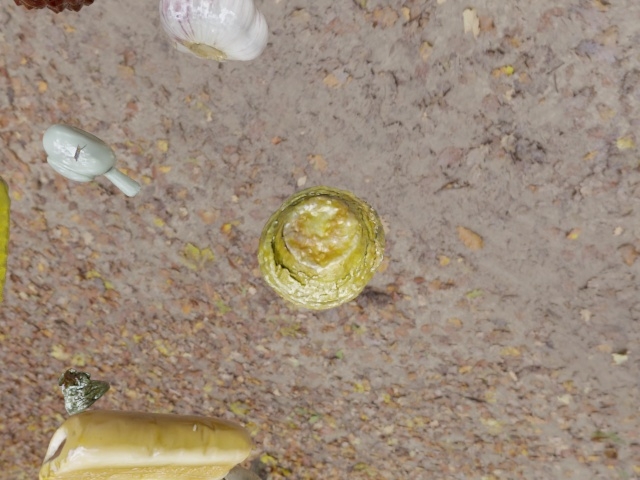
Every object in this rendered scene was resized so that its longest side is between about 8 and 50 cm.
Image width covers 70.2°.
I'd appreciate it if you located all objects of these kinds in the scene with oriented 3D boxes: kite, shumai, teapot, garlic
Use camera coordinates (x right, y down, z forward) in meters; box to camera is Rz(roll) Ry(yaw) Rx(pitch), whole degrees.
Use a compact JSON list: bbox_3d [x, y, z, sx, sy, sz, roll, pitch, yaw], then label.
[{"bbox_3d":[-0.566,-0.206,1.069,0.078,0.002,0.044,13,91,46],"label":"kite"},{"bbox_3d":[-0.456,0.277,0.859,0.083,0.082,0.080,-33,96,3],"label":"shumai"},{"bbox_3d":[-0.715,-0.245,1.450,0.318,0.220,0.149,28,96,-27],"label":"teapot"},{"bbox_3d":[-0.225,-0.536,1.033,0.245,0.253,0.245,14,172,2],"label":"garlic"}]

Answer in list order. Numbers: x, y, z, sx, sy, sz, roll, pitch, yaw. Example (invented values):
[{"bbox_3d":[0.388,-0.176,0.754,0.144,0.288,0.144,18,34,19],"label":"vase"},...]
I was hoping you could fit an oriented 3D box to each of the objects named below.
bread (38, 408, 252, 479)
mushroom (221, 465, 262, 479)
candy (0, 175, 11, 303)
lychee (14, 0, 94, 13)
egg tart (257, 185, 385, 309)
[{"bbox_3d":[-0.258,0.323,0.714,0.305,0.091,0.142,22,119,-37],"label":"bread"},{"bbox_3d":[-0.182,0.569,0.966,0.195,0.189,0.253,-46,129,12],"label":"mushroom"},{"bbox_3d":[-0.356,0.031,0.433,0.106,0.094,0.199,10,102,14],"label":"candy"},{"bbox_3d":[-0.357,-0.428,0.532,0.264,0.264,0.300,-22,87,29],"label":"lychee"},{"bbox_3d":[0.000,0.000,0.976,0.294,0.294,0.123,14,161,7],"label":"egg tart"}]
